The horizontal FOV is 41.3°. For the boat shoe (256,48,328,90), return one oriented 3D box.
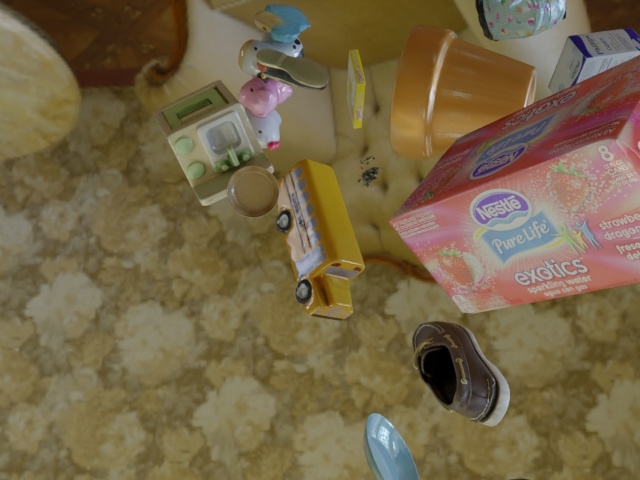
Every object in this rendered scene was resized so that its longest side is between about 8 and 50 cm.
[{"bbox_3d":[-0.045,-0.274,1.399,0.137,0.049,0.043,24,151,20],"label":"boat shoe"}]

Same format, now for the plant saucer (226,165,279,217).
[{"bbox_3d":[-0.107,-0.078,1.352,0.084,0.083,0.015,2,-172,1],"label":"plant saucer"}]

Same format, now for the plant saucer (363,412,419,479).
[{"bbox_3d":[0.133,0.442,1.702,0.037,0.194,0.195,-31,146,18],"label":"plant saucer"}]

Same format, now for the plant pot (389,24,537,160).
[{"bbox_3d":[0.224,-0.214,1.299,0.188,0.205,0.205,12,162,17],"label":"plant pot"}]

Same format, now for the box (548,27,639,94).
[{"bbox_3d":[0.511,-0.316,1.568,0.137,0.072,0.126,-11,142,-16],"label":"box"}]

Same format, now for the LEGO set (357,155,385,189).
[{"bbox_3d":[0.090,-0.132,1.614,0.054,0.083,0.023,-33,136,3],"label":"LEGO set"}]

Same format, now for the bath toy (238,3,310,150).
[{"bbox_3d":[-0.114,-0.334,1.854,0.152,0.129,0.348,-9,140,-23],"label":"bath toy"}]

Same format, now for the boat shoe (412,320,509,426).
[{"bbox_3d":[0.227,0.222,1.533,0.097,0.116,0.324,18,-166,-19],"label":"boat shoe"}]

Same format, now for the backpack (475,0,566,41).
[{"bbox_3d":[0.407,-0.471,1.727,0.182,0.115,0.151,13,133,52],"label":"backpack"}]

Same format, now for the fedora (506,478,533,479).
[{"bbox_3d":[0.282,0.535,1.283,0.334,0.333,0.153,18,153,-34],"label":"fedora"}]

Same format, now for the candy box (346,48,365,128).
[{"bbox_3d":[0.089,-0.383,2.167,0.027,0.105,0.206,-11,157,-5],"label":"candy box"}]

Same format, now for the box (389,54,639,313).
[{"bbox_3d":[0.228,-0.045,0.809,0.142,0.154,0.300,49,150,-13],"label":"box"}]

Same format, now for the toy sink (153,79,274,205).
[{"bbox_3d":[-0.207,-0.193,1.606,0.153,0.234,0.131,-27,124,-6],"label":"toy sink"}]

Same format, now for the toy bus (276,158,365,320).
[{"bbox_3d":[0.000,0.000,1.809,0.108,0.332,0.130,15,137,-42],"label":"toy bus"}]
